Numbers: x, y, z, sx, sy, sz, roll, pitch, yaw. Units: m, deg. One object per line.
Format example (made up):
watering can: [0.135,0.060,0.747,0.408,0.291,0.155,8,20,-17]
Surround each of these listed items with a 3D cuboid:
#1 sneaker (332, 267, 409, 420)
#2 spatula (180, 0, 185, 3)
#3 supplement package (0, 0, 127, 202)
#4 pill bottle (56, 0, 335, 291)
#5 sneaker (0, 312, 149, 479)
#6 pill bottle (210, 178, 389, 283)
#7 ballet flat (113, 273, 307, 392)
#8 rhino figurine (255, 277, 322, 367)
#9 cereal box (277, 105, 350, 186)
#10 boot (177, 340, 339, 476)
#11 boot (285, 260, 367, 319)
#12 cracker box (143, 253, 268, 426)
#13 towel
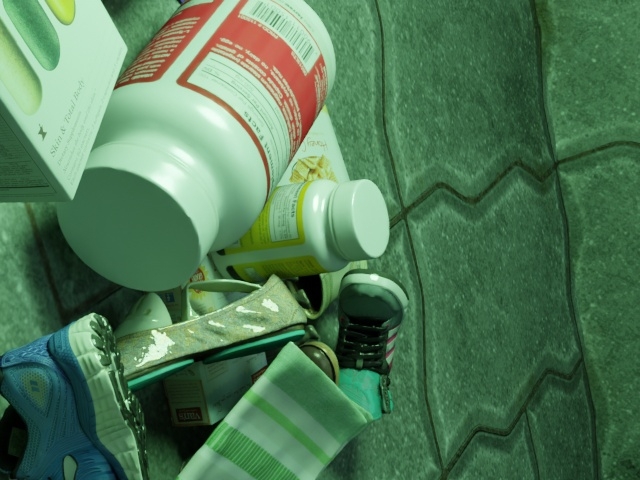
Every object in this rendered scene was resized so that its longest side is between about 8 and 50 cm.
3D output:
sneaker: [0.059,0.178,1.873,0.295,0.124,0.178,87,13,-60]
spatula: [-0.131,-0.299,1.743,0.084,0.030,0.296,-38,136,-11]
supplement package: [-0.336,-0.188,1.129,0.262,0.198,0.199,65,31,-51]
pill bottle: [-0.145,-0.132,1.491,0.229,0.229,0.407,66,33,-30]
sneaker: [-0.265,0.213,1.321,0.129,0.147,0.330,-104,-176,-48]
pill bottle: [-0.027,-0.013,1.565,0.119,0.208,0.119,24,63,-58]
ballet flat: [-0.165,0.108,1.475,0.316,0.107,0.106,-14,78,-35]
rhino figurine: [-0.048,0.160,1.758,0.073,0.106,0.243,-126,-165,-64]
cereal box: [-0.033,-0.109,1.802,0.173,0.047,0.240,-8,76,-50]
boot: [-0.085,0.248,1.551,0.090,0.248,0.207,40,29,14]
boot: [0.000,0.000,1.908,0.165,0.077,0.213,-32,113,-57]
cracker box: [-0.149,0.107,1.606,0.156,0.067,0.232,-24,104,-60]
towel: [-0.084,0.299,1.512,0.325,0.038,0.248,-50,144,-6]
